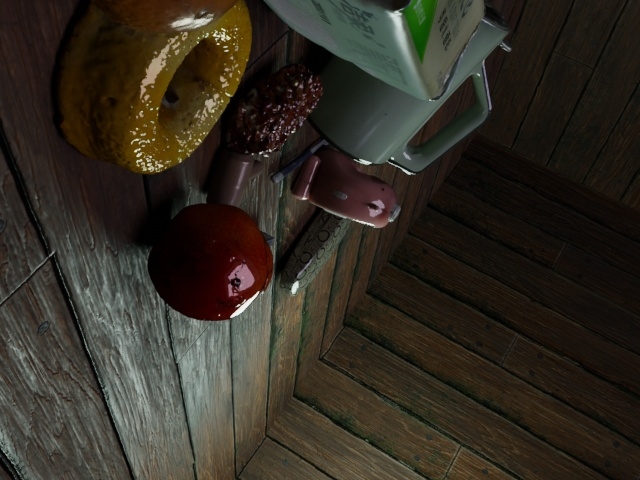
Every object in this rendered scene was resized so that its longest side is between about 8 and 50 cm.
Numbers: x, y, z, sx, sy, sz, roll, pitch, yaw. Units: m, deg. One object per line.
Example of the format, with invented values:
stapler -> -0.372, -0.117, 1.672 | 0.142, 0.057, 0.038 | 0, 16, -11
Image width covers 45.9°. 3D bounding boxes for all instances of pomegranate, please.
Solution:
pomegranate -> -0.184, 0.029, 1.290 | 0.235, 0.210, 0.210 | -87, -164, -62

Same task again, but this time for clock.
clock -> 0.084, -0.122, 1.844 | 0.142, 0.241, 0.227 | -66, 164, 8

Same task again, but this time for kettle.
kettle -> 0.195, -0.329, 1.513 | 0.376, 0.361, 0.250 | -49, -147, 28

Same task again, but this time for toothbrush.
toothbrush -> -0.037, -0.192, 1.727 | 0.288, 0.024, 0.026 | -45, 173, -50

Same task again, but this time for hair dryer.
hair dryer -> -0.146, -0.130, 1.418 | 0.181, 0.064, 0.117 | -48, 160, -66

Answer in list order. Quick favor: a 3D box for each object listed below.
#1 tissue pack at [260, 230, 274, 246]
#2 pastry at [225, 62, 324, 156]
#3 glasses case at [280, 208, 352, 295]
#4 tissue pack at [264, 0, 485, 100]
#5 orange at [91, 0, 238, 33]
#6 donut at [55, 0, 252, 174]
tissue pack -> -0.167, 0.059, 1.697 | 0.156, 0.051, 0.112 | -65, 166, 14
pastry -> -0.080, -0.237, 1.341 | 0.208, 0.097, 0.115 | -50, 169, -33
glasses case -> 0.000, 0.000, 2.088 | 0.354, 0.085, 0.137 | -55, 166, -23
tissue pack -> 0.046, -0.382, 1.023 | 0.205, 0.332, 0.405 | -60, 166, 3
orange -> -0.165, -0.317, 0.752 | 0.224, 0.170, 0.223 | -15, 106, -63
donut -> -0.195, -0.219, 0.965 | 0.303, 0.110, 0.303 | -55, 165, -22
